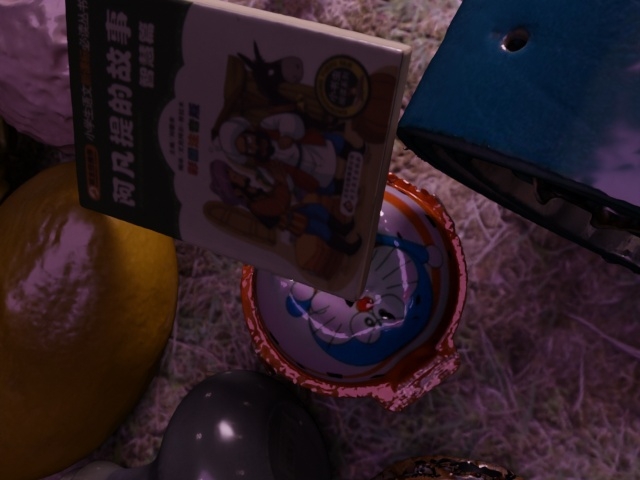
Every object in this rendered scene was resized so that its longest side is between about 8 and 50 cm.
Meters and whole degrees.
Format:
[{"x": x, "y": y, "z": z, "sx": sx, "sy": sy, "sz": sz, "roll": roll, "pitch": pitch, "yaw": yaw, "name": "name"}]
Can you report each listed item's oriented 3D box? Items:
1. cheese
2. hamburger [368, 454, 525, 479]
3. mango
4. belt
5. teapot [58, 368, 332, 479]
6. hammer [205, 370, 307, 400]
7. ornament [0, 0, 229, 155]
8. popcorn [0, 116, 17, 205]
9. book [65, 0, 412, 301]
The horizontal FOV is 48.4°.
[{"x": 0.000, "y": 0.000, "z": 0.647, "sx": 0.217, "sy": 0.129, "sz": 0.329, "roll": -36, "pitch": 76, "yaw": 8, "name": "cheese"}, {"x": 0.105, "y": 0.296, "z": 0.603, "sx": 0.231, "sy": 0.107, "sz": 0.230, "roll": -3, "pitch": 81, "yaw": 18, "name": "hamburger"}, {"x": -0.244, "y": 0.083, "z": 0.700, "sx": 0.195, "sy": 0.142, "sz": 0.331, "roll": 10, "pitch": 96, "yaw": -2, "name": "mango"}, {"x": 0.276, "y": -0.044, "z": 0.488, "sx": 0.437, "sy": 0.300, "sz": 0.173, "roll": 31, "pitch": 95, "yaw": 13, "name": "belt"}, {"x": -0.122, "y": 0.229, "z": 0.643, "sx": 0.251, "sy": 0.183, "sz": 0.183, "roll": -23, "pitch": 79, "yaw": 22, "name": "teapot"}, {"x": -0.064, "y": 0.137, "z": 0.711, "sx": 0.110, "sy": 0.019, "sz": 0.035, "roll": 0, "pitch": 85, "yaw": 21, "name": "hammer"}, {"x": -0.215, "y": -0.209, "z": 0.677, "sx": 0.260, "sy": 0.225, "sz": 0.259, "roll": -1, "pitch": 85, "yaw": 16, "name": "ornament"}, {"x": -0.428, "y": -0.095, "z": 0.739, "sx": 0.251, "sy": 0.206, "sz": 0.236, "roll": 51, "pitch": 130, "yaw": 55, "name": "popcorn"}, {"x": -0.076, "y": -0.078, "z": 0.543, "sx": 0.264, "sy": 0.027, "sz": 0.202, "roll": 19, "pitch": 124, "yaw": 16, "name": "book"}]
